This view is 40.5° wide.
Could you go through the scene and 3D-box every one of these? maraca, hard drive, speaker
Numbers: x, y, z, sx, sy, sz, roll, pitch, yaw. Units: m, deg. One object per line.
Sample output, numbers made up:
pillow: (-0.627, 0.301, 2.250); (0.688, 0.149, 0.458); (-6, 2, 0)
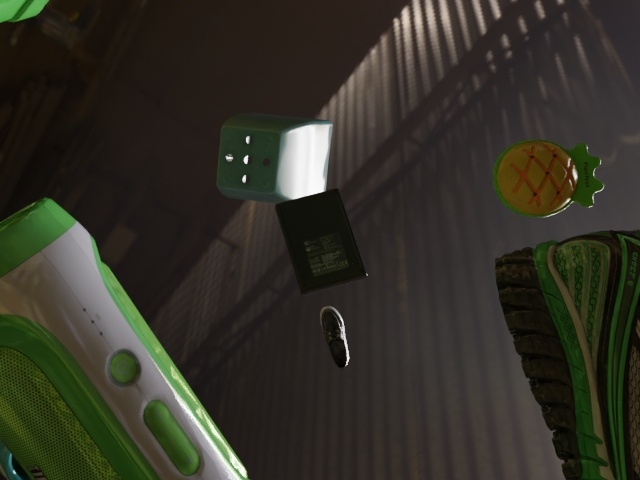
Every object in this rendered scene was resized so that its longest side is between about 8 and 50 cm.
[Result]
maraca: (0.368, -0.102, 1.400); (0.099, 0.185, 0.127); (164, -78, -81)
hard drive: (0.000, 0.000, 1.207); (0.022, 0.094, 0.135); (102, -29, -71)
speaker: (-0.146, 0.123, 0.587); (0.131, 0.297, 0.131); (-29, -166, 8)

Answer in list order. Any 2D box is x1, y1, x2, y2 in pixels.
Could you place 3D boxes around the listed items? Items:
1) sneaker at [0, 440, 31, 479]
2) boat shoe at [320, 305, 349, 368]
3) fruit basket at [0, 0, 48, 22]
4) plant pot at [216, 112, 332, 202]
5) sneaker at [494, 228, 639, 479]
sneaker: (-0.416, 0.237, 1.227); (0.110, 0.107, 0.275); (38, -51, 36)
boat shoe: (0.034, 0.213, 1.904); (0.049, 0.142, 0.040); (-16, -168, 3)
fruit basket: (-0.299, -0.407, 0.819); (0.392, 0.283, 0.392); (-39, -162, 15)
plant pot: (-0.094, -0.144, 1.544); (0.234, 0.165, 0.166); (-18, 114, -74)
sneaker: (0.242, 0.149, 0.609); (0.146, 0.344, 0.134); (-21, 168, 12)
